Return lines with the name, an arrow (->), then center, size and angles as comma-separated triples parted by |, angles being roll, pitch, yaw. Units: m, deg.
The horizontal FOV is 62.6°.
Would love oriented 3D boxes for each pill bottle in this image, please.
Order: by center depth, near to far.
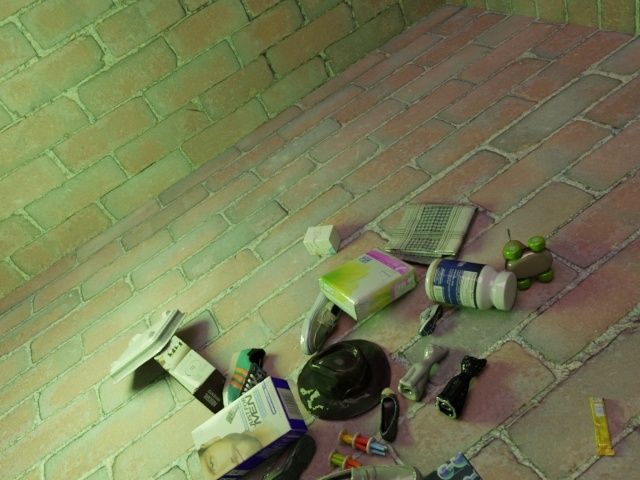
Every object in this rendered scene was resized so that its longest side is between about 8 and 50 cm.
pill bottle -> 0.498, 0.148, 1.744 | 0.265, 0.153, 0.153 | 8, 52, 36

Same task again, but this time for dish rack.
dish rack -> -0.705, 0.412, 2.120 | 0.333, 0.072, 0.285 | -38, 15, 21

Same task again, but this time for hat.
hat -> 0.055, 0.425, 1.729 | 0.332, 0.134, 0.331 | -17, 41, 15

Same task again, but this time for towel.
towel -> 0.422, -0.033, 2.065 | 0.312, 0.056, 0.324 | 7, 52, 36

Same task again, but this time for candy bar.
candy bar -> 0.723, 0.474, 1.357 | 0.040, 0.018, 0.161 | -6, 44, 22

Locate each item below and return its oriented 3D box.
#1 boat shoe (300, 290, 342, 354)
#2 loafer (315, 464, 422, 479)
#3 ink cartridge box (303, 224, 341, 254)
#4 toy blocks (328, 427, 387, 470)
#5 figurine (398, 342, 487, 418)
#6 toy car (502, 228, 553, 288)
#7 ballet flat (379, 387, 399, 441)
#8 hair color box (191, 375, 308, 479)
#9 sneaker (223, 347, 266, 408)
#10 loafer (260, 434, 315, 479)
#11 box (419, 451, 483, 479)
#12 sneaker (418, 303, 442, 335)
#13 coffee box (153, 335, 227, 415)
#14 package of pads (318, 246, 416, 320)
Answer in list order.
boat shoe -> 0.014, 0.287, 1.927 | 0.094, 0.109, 0.302 | -2, 43, 27
loafer -> 0.117, 0.674, 1.434 | 0.320, 0.111, 0.112 | -20, 40, 12
ink cartridge box -> 0.000, 0.000, 2.257 | 0.143, 0.092, 0.089 | -6, 45, 28
toy blocks -> 0.111, 0.626, 1.537 | 0.148, 0.054, 0.123 | 4, 49, 34
figurine -> 0.370, 0.408, 1.604 | 0.215, 0.092, 0.209 | 14, 47, 41
toy car -> 0.677, 0.040, 1.769 | 0.149, 0.155, 0.188 | -21, 27, 10
ballet flat -> 0.207, 0.522, 1.594 | 0.058, 0.049, 0.173 | -13, 41, 18
hair color box -> -0.226, 0.596, 1.639 | 0.339, 0.110, 0.185 | -39, 55, 13
sneaker -> -0.258, 0.501, 1.855 | 0.121, 0.108, 0.302 | -21, 38, 17
loafer -> -0.117, 0.702, 1.581 | 0.084, 0.096, 0.267 | -9, 32, 52
box -> 0.330, 0.740, 1.154 | 0.294, 0.212, 0.395 | -34, 38, -4
sneaker -> 0.362, 0.271, 1.783 | 0.058, 0.052, 0.135 | 2, 40, 46
coffee box -> -0.462, 0.494, 1.939 | 0.297, 0.168, 0.119 | 21, 60, 44
package of pads -> 0.178, 0.155, 1.922 | 0.297, 0.101, 0.229 | -27, 35, -25
